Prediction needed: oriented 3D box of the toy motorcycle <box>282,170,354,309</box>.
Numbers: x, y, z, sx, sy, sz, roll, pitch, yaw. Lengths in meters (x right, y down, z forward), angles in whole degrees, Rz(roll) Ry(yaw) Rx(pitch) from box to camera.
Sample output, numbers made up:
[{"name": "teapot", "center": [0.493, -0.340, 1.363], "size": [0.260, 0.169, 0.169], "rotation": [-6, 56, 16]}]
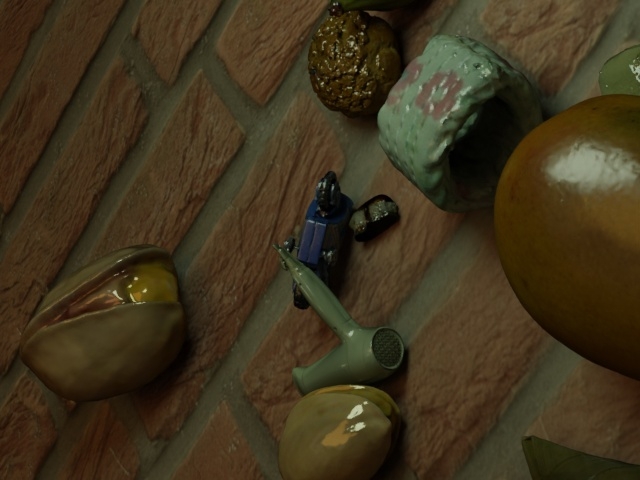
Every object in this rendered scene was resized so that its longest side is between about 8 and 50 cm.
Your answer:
[{"name": "toy motorcycle", "center": [0.000, 0.000, 2.122], "size": [0.076, 0.114, 0.205], "rotation": [14, 95, 14]}]

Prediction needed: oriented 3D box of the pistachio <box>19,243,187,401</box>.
[{"name": "pistachio", "center": [-0.349, 0.137, 2.397], "size": [0.309, 0.230, 0.230], "rotation": [-34, 55, 29]}]

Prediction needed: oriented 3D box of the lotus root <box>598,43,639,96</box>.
[{"name": "lotus root", "center": [0.394, -0.176, 1.726], "size": [0.144, 0.070, 0.143], "rotation": [-34, 57, 39]}]

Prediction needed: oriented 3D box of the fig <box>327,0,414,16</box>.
[{"name": "fig", "center": [0.077, -0.365, 2.089], "size": [0.133, 0.126, 0.185], "rotation": [31, 80, 24]}]

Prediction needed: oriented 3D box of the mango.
[{"name": "mango", "center": [0.377, 0.018, 1.581], "size": [0.446, 0.232, 0.300], "rotation": [40, 115, 39]}]

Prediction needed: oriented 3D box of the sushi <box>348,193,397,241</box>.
[{"name": "sushi", "center": [0.070, -0.036, 2.090], "size": [0.083, 0.044, 0.046], "rotation": [-35, 56, 37]}]

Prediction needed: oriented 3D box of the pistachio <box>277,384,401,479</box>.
[{"name": "pistachio", "center": [0.018, 0.274, 2.007], "size": [0.145, 0.117, 0.200], "rotation": [48, 127, 3]}]

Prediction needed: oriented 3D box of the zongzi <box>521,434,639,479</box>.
[{"name": "zongzi", "center": [0.355, 0.259, 1.613], "size": [0.274, 0.145, 0.300], "rotation": [-46, 43, 27]}]

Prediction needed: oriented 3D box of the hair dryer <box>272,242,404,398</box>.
[{"name": "hair dryer", "center": [-0.011, 0.109, 2.055], "size": [0.206, 0.075, 0.237], "rotation": [-27, 97, 48]}]

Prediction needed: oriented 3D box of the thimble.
[{"name": "thimble", "center": [0.181, -0.153, 1.873], "size": [0.149, 0.185, 0.211], "rotation": [47, 141, 46]}]

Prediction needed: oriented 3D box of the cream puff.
[{"name": "cream puff", "center": [0.043, -0.257, 2.124], "size": [0.150, 0.115, 0.165], "rotation": [-53, 47, 32]}]
